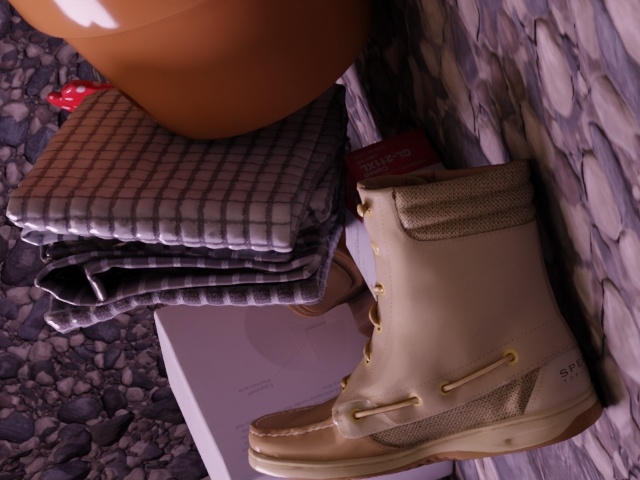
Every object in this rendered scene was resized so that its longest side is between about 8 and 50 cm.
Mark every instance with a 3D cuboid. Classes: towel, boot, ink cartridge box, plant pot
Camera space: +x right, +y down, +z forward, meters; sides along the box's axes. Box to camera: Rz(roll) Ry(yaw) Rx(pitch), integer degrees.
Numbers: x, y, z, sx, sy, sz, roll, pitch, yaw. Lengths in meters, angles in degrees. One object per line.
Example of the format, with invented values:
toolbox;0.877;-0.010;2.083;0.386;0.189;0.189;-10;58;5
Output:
towel;-0.098;-0.033;1.276;0.283;0.235;0.121;-75;-16;-63
boot;0.047;0.057;1.100;0.095;0.262;0.203;-33;-72;-63
boot;0.000;0.000;1.440;0.197;0.073;0.152;37;-155;-48
ink cartridge box;0.085;0.020;1.240;0.127;0.072;0.175;87;160;-53
plant pot;-0.087;-0.215;1.207;0.203;0.291;0.291;58;177;-36

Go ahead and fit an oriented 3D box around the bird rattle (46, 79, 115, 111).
bird rattle;-0.133;-0.179;1.540;0.143;0.254;0.207;63;143;29

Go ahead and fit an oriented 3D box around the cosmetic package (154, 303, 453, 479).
cosmetic package;-0.016;0.151;1.545;0.138;0.224;0.224;84;162;-48
